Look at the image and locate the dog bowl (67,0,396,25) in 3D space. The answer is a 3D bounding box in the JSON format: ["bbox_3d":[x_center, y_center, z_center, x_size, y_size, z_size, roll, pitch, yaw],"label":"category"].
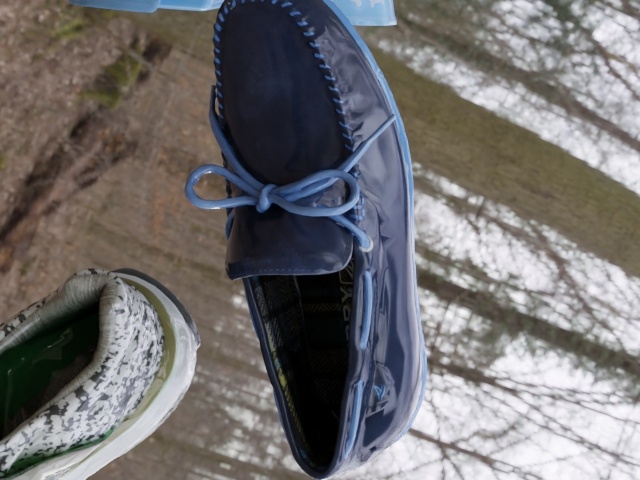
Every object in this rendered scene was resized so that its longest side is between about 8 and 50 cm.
[{"bbox_3d":[-0.077,-0.240,0.886,0.166,0.297,0.074,-79,173,-75],"label":"dog bowl"}]

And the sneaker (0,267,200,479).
[{"bbox_3d":[-0.259,0.159,0.674,0.410,0.158,0.182,-51,166,-16],"label":"sneaker"}]

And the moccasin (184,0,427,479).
[{"bbox_3d":[0.000,0.000,0.653,0.138,0.342,0.117,-9,-165,35],"label":"moccasin"}]
